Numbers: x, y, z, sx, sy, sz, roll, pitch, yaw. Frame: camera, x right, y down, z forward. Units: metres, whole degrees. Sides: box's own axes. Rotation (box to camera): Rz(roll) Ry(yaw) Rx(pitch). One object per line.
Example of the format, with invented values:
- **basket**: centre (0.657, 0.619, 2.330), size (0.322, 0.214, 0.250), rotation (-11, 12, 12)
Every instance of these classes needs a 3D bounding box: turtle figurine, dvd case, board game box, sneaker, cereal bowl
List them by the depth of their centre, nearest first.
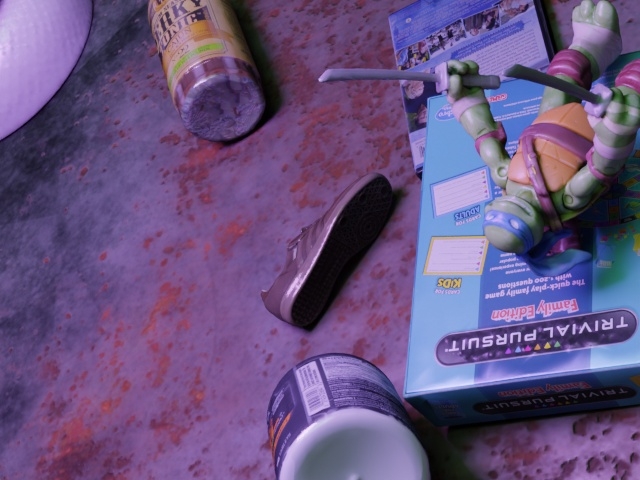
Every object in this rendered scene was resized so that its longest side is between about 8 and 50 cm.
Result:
- **turtle figurine**: centre (0.204, -0.136, 1.289), size (0.266, 0.274, 0.198), rotation (-46, 10, -31)
- **board game box**: centre (0.218, -0.004, 1.406), size (0.254, 0.079, 0.336), rotation (-10, 56, 28)
- **sneaker**: centre (0.000, 0.000, 1.590), size (0.071, 0.066, 0.188), rotation (25, 76, 46)
- **dvd case**: centre (0.170, -0.195, 1.637), size (0.180, 0.022, 0.253), rotation (-24, 48, 20)
- **cereal bowl**: centre (-0.497, -0.298, 2.129), size (0.339, 0.141, 0.339), rotation (-19, 50, 24)

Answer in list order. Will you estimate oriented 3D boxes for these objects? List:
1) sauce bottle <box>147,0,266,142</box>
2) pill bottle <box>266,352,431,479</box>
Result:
- **sauce bottle**: centre (-0.158, -0.266, 1.873), size (0.111, 0.111, 0.344), rotation (-35, 44, 12)
- **pill bottle**: centre (0.019, 0.178, 1.349), size (0.130, 0.130, 0.245), rotation (-43, 11, 3)
